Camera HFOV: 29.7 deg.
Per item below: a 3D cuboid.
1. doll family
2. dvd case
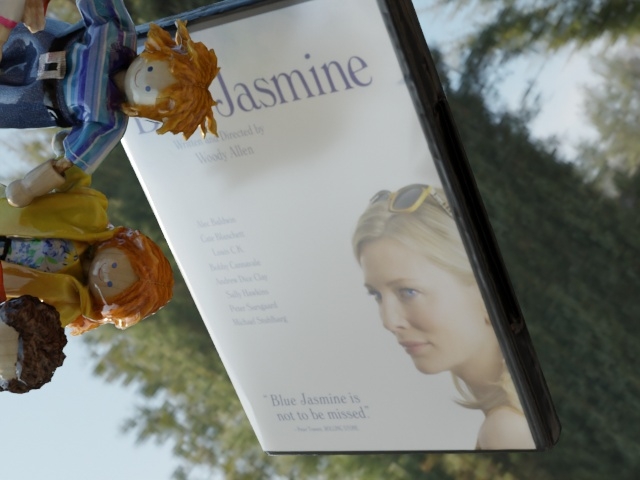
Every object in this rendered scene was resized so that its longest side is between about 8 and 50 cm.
[{"bbox_3d":[-0.130,-0.046,0.545,0.118,0.163,0.263,2,-85,-68],"label":"doll family"},{"bbox_3d":[0.000,0.000,0.598,0.022,0.180,0.253,-46,-60,-48],"label":"dvd case"}]
